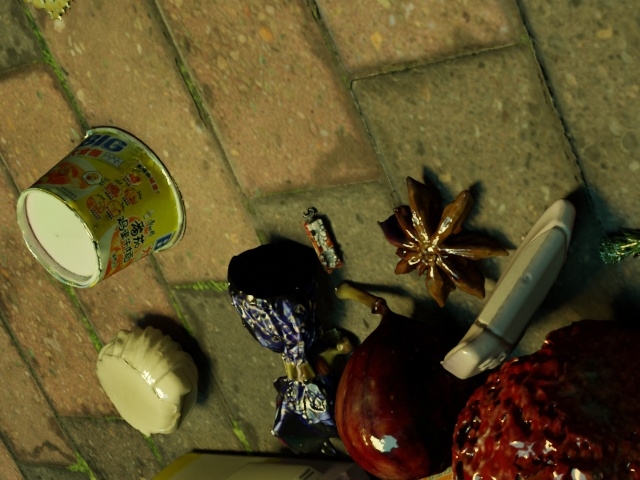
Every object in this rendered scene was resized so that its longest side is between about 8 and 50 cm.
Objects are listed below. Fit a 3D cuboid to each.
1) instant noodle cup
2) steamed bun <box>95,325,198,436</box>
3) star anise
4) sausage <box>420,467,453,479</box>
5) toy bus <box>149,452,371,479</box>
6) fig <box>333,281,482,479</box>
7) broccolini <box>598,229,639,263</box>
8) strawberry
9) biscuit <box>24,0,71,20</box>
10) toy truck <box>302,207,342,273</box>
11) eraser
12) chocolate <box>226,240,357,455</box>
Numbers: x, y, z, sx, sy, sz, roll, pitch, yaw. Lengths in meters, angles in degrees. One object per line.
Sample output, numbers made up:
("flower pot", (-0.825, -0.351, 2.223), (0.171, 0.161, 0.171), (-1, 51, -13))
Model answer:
("instant noodle cup", (-0.314, -0.035, 1.679), (0.205, 0.153, 0.205), (25, 135, 28))
("steamed bun", (-0.255, 0.204, 1.847), (0.183, 0.106, 0.183), (27, 135, 30))
("star anise", (0.133, 0.004, 1.372), (0.168, 0.057, 0.168), (25, 135, 28))
("sausage", (0.177, 0.307, 1.532), (0.053, 0.053, 0.348), (52, 134, -3))
("toy bus", (-0.088, 0.451, 1.805), (0.440, 0.209, 0.249), (-7, 113, 47))
("fig", (0.102, 0.160, 1.448), (0.186, 0.204, 0.250), (-8, 83, 15))
("broccolini", (0.341, 0.001, 1.207), (0.140, 0.030, 0.035), (-13, 119, 42))
("strawberry", (0.270, 0.191, 1.255), (0.274, 0.274, 0.220), (0, 86, 42))
("biscuit", (-0.357, -0.369, 1.564), (0.144, 0.016, 0.203), (50, 139, 0))
("toy truck", (0.000, 0.000, 1.517), (0.083, 0.024, 0.032), (65, 167, -22))
("eraser", (0.196, 0.083, 1.303), (0.059, 0.204, 0.243), (32, 159, 9))
("chocolate", (-0.021, 0.168, 1.602), (0.148, 0.126, 0.343), (-14, 121, 3))
